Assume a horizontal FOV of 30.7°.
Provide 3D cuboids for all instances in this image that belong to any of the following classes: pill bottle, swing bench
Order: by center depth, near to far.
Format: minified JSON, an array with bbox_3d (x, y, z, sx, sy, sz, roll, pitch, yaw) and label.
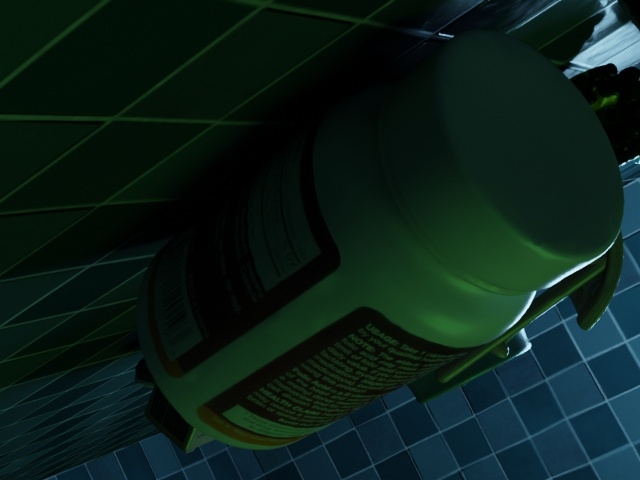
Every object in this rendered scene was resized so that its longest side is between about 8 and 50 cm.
[{"bbox_3d":[0.036,0.010,0.955,0.224,0.224,0.392,-18,168,-45],"label":"pill bottle"},{"bbox_3d":[0.228,0.017,1.408,0.254,0.165,0.253,-20,-166,8],"label":"swing bench"}]

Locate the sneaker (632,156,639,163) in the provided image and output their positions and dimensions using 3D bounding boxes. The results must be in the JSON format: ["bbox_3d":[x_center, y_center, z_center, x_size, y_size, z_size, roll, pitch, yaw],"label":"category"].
[{"bbox_3d":[0.539,-0.189,1.646,0.208,0.127,0.319,-23,168,-19],"label":"sneaker"}]

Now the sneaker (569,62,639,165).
[{"bbox_3d":[0.195,-0.073,1.253,0.343,0.134,0.146,-21,178,-16],"label":"sneaker"}]

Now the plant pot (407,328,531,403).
[{"bbox_3d":[0.166,0.085,1.679,0.271,0.255,0.272,-26,171,-5],"label":"plant pot"}]

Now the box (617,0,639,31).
[{"bbox_3d":[0.264,-0.224,0.649,0.153,0.108,0.207,-22,170,-33],"label":"box"}]

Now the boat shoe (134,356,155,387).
[{"bbox_3d":[-0.147,0.142,1.691,0.112,0.096,0.335,10,-171,32],"label":"boat shoe"}]

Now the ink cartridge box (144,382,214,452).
[{"bbox_3d":[-0.102,0.149,1.531,0.234,0.088,0.193,-14,133,-54],"label":"ink cartridge box"}]
